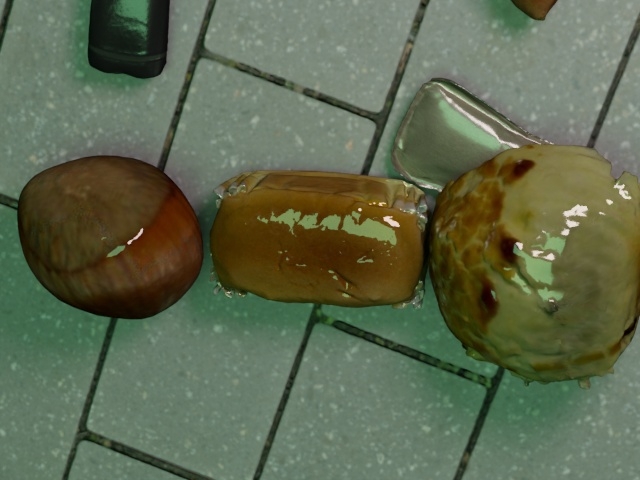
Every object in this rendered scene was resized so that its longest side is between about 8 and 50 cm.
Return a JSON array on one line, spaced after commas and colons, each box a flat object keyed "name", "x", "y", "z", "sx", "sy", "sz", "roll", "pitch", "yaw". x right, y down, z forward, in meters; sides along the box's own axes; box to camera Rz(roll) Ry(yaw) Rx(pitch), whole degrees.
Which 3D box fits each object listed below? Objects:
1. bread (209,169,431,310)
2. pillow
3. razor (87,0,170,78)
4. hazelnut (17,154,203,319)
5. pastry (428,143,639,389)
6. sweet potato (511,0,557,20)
[{"name": "bread", "x": 0.000, "y": 0.000, "z": 1.945, "sx": 0.241, "sy": 0.107, "sz": 0.136, "roll": 5, "pitch": 111, "yaw": 10}, {"name": "pillow", "x": 0.192, "y": -0.078, "z": 1.913, "sx": 0.233, "sy": 0.038, "sz": 0.130, "roll": 29, "pitch": 119, "yaw": 0}, {"name": "razor", "x": -0.209, "y": -0.255, "z": 1.934, "sx": 0.090, "sy": 0.054, "sz": 0.148, "roll": 9, "pitch": 109, "yaw": 5}, {"name": "hazelnut", "x": -0.231, "y": 0.001, "z": 1.962, "sx": 0.214, "sy": 0.176, "sz": 0.214, "roll": 25, "pitch": 147, "yaw": 17}, {"name": "pastry", "x": 0.228, "y": 0.037, "z": 1.849, "sx": 0.237, "sy": 0.170, "sz": 0.256, "roll": 5, "pitch": 122, "yaw": 6}, {"name": "sweet potato", "x": 0.216, "y": -0.413, "z": 1.774, "sx": 0.109, "sy": 0.109, "sz": 0.385, "roll": 4, "pitch": 107, "yaw": 10}]
